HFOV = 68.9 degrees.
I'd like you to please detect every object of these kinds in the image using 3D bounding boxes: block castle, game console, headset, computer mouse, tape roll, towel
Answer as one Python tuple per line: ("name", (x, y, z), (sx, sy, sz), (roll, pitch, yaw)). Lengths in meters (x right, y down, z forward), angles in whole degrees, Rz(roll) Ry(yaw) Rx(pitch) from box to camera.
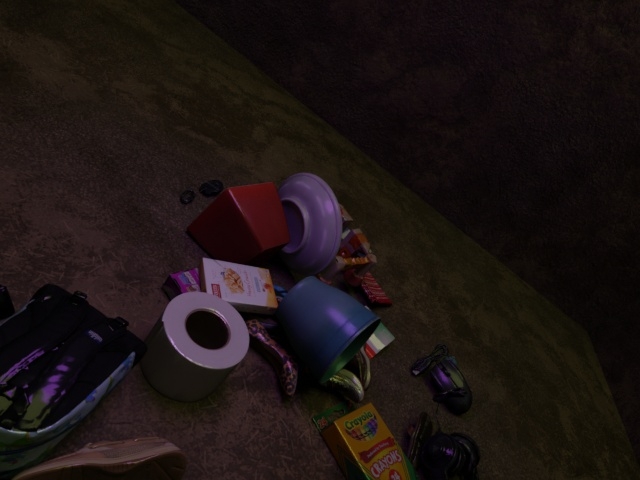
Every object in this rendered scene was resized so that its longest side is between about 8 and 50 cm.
("block castle", (0.000, 0.000, 1.984), (0.303, 0.213, 0.453), (-2, 51, -48))
("game console", (-0.803, 0.147, 1.085), (0.122, 0.071, 0.107), (-24, 97, -57))
("headset", (0.456, 0.701, 1.546), (0.243, 0.185, 0.394), (26, 45, -45))
("computer mouse", (0.510, 0.567, 1.865), (0.188, 0.072, 0.272), (-31, 78, -17))
("tape roll", (-0.338, 0.284, 1.262), (0.246, 0.169, 0.246), (28, 32, -19))
("computer mouse", (-0.479, -0.191, 1.889), (0.071, 0.041, 0.242), (37, 35, 13))
("towel", (0.217, 0.182, 2.119), (0.199, 0.031, 0.275), (22, 31, -57))

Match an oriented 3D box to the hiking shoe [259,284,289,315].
("hiking shoe", (-0.113, 0.227, 1.648), (0.304, 0.113, 0.132), (31, 32, -16))

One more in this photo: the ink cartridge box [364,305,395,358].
("ink cartridge box", (0.176, 0.368, 1.847), (0.181, 0.056, 0.225), (48, 29, 15))

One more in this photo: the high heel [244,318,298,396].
("high heel", (-0.171, 0.362, 1.444), (0.186, 0.093, 0.261), (12, 39, -25))

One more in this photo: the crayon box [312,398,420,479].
("crayon box", (0.137, 0.631, 1.416), (0.202, 0.081, 0.318), (-4, 51, -50))

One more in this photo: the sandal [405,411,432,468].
("sandal", (0.325, 0.676, 1.592), (0.090, 0.060, 0.219), (60, 41, -20))

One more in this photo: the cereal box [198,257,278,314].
("cereal box", (-0.264, 0.148, 1.494), (0.240, 0.047, 0.173), (13, 39, -33))

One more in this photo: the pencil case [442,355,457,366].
("pencil case", (0.541, 0.557, 1.986), (0.070, 0.064, 0.152), (19, 26, 17))

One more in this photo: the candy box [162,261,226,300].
("candy box", (-0.362, 0.164, 1.496), (0.159, 0.071, 0.233), (51, 32, 19))

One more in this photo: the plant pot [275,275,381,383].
("plant pot", (0.004, 0.258, 1.458), (0.255, 0.271, 0.272), (41, 29, 19))

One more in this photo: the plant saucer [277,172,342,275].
("plant saucer", (-0.092, -0.058, 1.777), (0.101, 0.400, 0.400), (-6, 52, -45))

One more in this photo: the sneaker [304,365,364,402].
("sneaker", (0.042, 0.463, 1.534), (0.225, 0.088, 0.093), (31, 34, 18))

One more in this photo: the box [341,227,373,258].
("box", (0.150, 0.010, 2.315), (0.225, 0.036, 0.136), (43, 30, 9))

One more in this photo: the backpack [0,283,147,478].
("backpack", (-0.574, 0.288, 0.946), (0.290, 0.273, 0.355), (36, 8, -11))

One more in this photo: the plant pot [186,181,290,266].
("plant pot", (-0.271, -0.033, 1.705), (0.267, 0.267, 0.235), (-19, 75, -56))

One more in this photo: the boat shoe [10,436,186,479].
("boat shoe", (-0.453, 0.476, 0.953), (0.341, 0.121, 0.110), (14, 2, -42))

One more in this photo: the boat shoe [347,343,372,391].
("boat shoe", (0.117, 0.427, 1.678), (0.095, 0.095, 0.257), (14, 31, -13))
